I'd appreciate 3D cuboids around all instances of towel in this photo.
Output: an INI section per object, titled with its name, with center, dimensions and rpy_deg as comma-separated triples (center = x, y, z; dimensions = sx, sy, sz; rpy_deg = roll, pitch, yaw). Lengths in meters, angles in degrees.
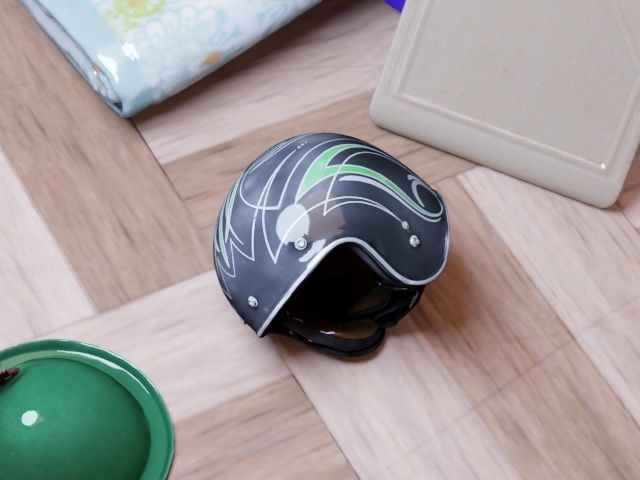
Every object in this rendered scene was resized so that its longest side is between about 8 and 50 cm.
[towel]
center = -0.140, -0.309, 1.634
dimensions = 0.320, 0.090, 0.374
rpy_deg = -35, 64, -12

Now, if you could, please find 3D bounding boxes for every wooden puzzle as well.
[wooden puzzle]
center = 0.177, -0.167, 1.560
dimensions = 0.221, 0.238, 0.044
rpy_deg = 21, 22, 6

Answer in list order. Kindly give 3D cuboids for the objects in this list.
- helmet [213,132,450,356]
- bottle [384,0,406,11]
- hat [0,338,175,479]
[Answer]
[helmet]
center = 0.000, 0.000, 1.436
dimensions = 0.162, 0.169, 0.169
rpy_deg = 17, 51, -17
[bottle]
center = 0.126, -0.325, 1.737
dimensions = 0.118, 0.092, 0.282
rpy_deg = 12, 53, 0
[hat]
center = -0.190, 0.107, 1.309
dimensions = 0.173, 0.183, 0.208
rpy_deg = 30, 55, 12
